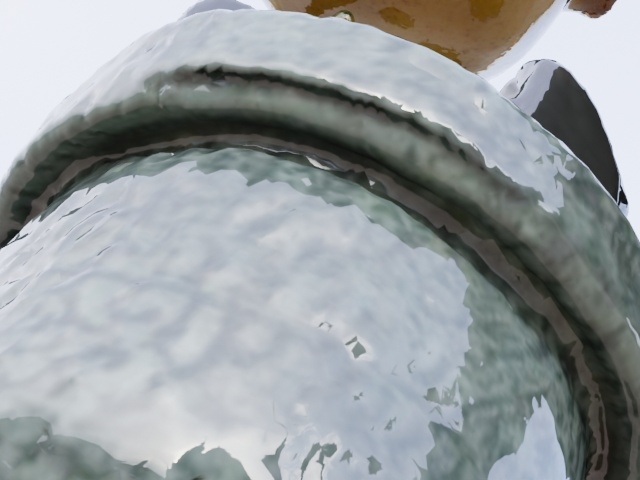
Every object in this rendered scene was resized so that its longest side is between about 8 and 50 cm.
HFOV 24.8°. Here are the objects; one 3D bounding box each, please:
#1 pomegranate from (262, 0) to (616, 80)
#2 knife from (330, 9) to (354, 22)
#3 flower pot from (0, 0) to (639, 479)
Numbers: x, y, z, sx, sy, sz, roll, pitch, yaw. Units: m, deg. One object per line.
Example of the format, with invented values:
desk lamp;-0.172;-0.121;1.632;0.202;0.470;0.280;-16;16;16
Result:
pomegranate;0.119;-0.335;1.373;0.416;0.417;0.417;6;-29;3
knife;-0.053;-0.143;1.361;0.027;0.061;0.343;21;-17;-19
flower pot;-0.005;0.074;0.543;0.299;0.283;0.299;14;-44;15
